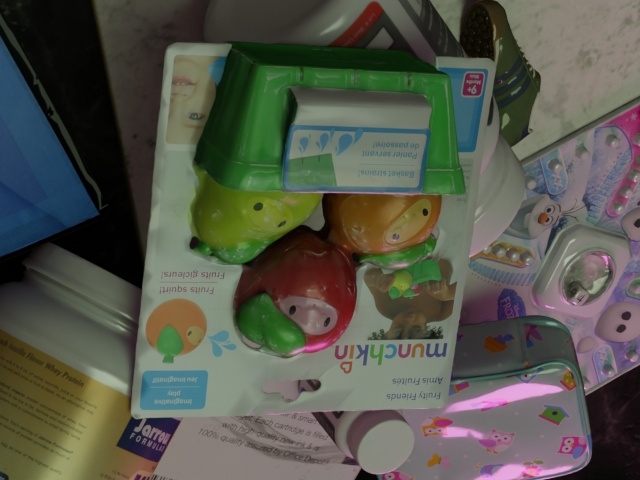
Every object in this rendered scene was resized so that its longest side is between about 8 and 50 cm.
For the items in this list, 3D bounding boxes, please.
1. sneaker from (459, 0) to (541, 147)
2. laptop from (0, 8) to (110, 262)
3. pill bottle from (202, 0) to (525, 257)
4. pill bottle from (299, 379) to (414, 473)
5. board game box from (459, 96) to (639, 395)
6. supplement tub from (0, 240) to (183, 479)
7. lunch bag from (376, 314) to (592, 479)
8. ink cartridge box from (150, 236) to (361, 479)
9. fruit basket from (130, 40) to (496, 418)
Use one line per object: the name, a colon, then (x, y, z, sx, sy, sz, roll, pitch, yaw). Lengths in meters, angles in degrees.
sneaker: (0.208, -0.188, 1.806, 0.086, 0.064, 0.192, -19, 125, -26)
laptop: (-0.354, -0.039, 1.411, 0.264, 0.136, 0.234, -50, 124, -41)
pill bottle: (0.057, -0.143, 1.656, 0.210, 0.210, 0.363, -41, 128, -1)
pill bottle: (0.039, 0.179, 1.667, 0.078, 0.137, 0.078, -12, 122, -21)
board game box: (0.336, 0.047, 2.010, 0.390, 0.050, 0.390, -28, 126, -10)
supplement tub: (-0.264, 0.180, 1.553, 0.228, 0.228, 0.316, 33, 82, -37)
lunch bag: (0.183, 0.210, 1.941, 0.279, 0.108, 0.224, -11, 130, 10)
ink cartridge box: (-0.095, 0.192, 1.797, 0.285, 0.166, 0.395, 20, 107, -35)
fruit basket: (0.000, 0.000, 1.465, 0.327, 0.165, 0.353, 1, 102, -22)
